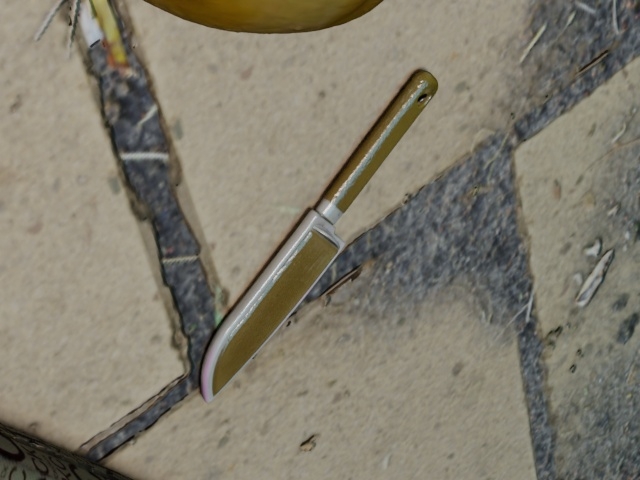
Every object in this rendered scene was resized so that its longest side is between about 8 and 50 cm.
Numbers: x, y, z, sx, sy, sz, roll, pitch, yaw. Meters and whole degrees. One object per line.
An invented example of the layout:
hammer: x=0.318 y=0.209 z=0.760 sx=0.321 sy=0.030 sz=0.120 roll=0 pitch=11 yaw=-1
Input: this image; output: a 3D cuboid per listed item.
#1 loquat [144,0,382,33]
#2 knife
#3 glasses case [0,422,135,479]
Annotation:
loquat: x=-0.035 y=-0.204 z=0.858 sx=0.213 sy=0.213 sz=0.213 roll=-26 pitch=134 yaw=-31
knife: x=0.001 y=0.000 z=1.175 sx=0.256 sy=0.022 sz=0.046 roll=-53 pitch=146 yaw=-1
glasses case: x=-0.175 y=0.190 z=1.085 sx=0.137 sy=0.085 sz=0.354 roll=-54 pitch=142 yaw=1
